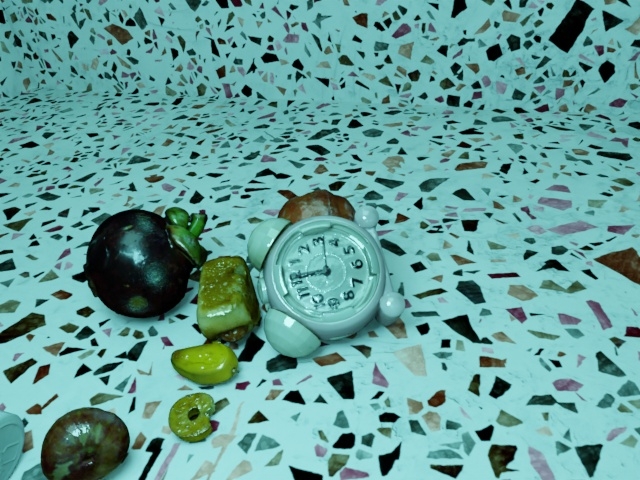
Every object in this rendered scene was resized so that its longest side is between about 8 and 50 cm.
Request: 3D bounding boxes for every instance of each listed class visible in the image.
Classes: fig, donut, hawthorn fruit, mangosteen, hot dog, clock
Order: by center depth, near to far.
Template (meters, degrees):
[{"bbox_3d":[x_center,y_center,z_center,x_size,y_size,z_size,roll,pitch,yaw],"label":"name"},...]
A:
[{"bbox_3d":[-0.467,0.406,1.108,0.160,0.231,0.143,-28,83,-28],"label":"fig"},{"bbox_3d":[-0.267,0.373,1.173,0.097,0.043,0.108,-1,35,6],"label":"donut"},{"bbox_3d":[0.003,0.091,1.351,0.326,0.184,0.342,-11,66,-12],"label":"clock"},{"bbox_3d":[-0.231,0.159,1.387,0.150,0.153,0.256,-11,32,-1],"label":"hot dog"},{"bbox_3d":[-0.452,0.051,1.451,0.311,0.311,0.311,-4,34,3],"label":"mangosteen"},{"bbox_3d":[0.000,0.000,1.562,0.242,0.242,0.271,-9,65,-5],"label":"hawthorn fruit"}]

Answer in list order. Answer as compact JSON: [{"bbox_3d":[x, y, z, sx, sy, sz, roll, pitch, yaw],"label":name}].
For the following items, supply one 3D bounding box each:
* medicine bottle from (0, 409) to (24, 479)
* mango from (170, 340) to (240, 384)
[{"bbox_3d":[-0.798,0.384,1.084,0.395,0.242,0.242,16,37,7],"label":"medicine bottle"},{"bbox_3d":[-0.266,0.283,1.288,0.187,0.066,0.101,2,42,20],"label":"mango"}]
